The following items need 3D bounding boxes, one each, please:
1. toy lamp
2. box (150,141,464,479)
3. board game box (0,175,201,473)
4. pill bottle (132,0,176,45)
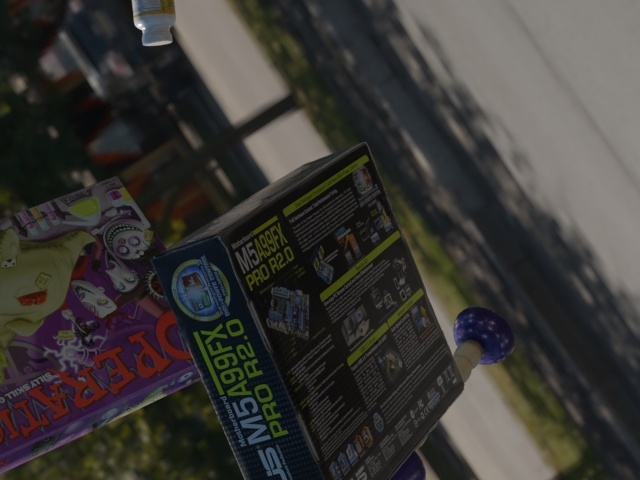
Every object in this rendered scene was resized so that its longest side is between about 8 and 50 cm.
[{"bbox_3d":[0.107,0.176,1.654,0.080,0.275,0.080,20,133,23],"label":"toy lamp"},{"bbox_3d":[0.002,0.064,1.181,0.216,0.060,0.270,67,-153,-8],"label":"box"},{"bbox_3d":[-0.271,0.086,1.394,0.208,0.346,0.056,56,147,16],"label":"board game box"},{"bbox_3d":[-0.169,-0.241,1.658,0.043,0.043,0.083,172,92,-86],"label":"pill bottle"}]
